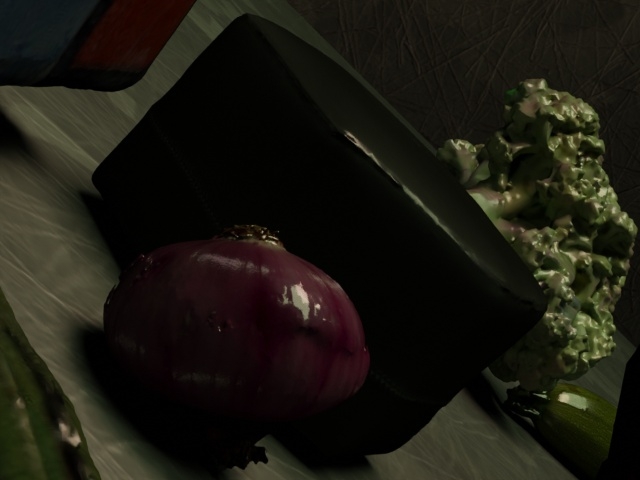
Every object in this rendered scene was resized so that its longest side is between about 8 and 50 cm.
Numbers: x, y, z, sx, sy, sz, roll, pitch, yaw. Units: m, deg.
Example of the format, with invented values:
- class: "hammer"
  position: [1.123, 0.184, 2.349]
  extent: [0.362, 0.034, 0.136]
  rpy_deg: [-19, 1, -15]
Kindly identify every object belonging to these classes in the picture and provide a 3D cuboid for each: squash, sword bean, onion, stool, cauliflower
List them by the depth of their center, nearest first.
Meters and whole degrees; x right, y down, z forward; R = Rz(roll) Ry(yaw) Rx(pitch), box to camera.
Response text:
- class: "sword bean"
  position: [-0.136, 0.009, 0.603]
  extent: [0.043, 0.038, 0.269]
  rpy_deg: [40, 10, -50]
- class: "onion"
  position: [-0.036, 0.045, 0.749]
  extent: [0.115, 0.115, 0.104]
  rpy_deg: [-13, 104, -80]
- class: "stool"
  position: [0.000, 0.000, 0.936]
  extent: [0.232, 0.141, 0.232]
  rpy_deg: [45, 10, -10]
- class: "cauliflower"
  position: [0.127, 0.004, 1.435]
  extent: [0.315, 0.239, 0.256]
  rpy_deg: [11, 56, -45]
- class: "squash"
  position: [0.255, 0.185, 1.544]
  extent: [0.252, 0.066, 0.066]
  rpy_deg: [41, 10, -30]

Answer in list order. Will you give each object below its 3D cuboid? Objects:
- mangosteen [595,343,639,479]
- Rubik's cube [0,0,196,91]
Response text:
- class: "mangosteen"
  position: [0.329, 0.190, 1.030]
  extent: [0.381, 0.421, 0.381]
  rpy_deg: [19, -34, 13]
- class: "Rubik's cube"
  position: [-0.155, -0.274, 0.759]
  extent: [0.313, 0.316, 0.318]
  rpy_deg: [37, 10, 4]
